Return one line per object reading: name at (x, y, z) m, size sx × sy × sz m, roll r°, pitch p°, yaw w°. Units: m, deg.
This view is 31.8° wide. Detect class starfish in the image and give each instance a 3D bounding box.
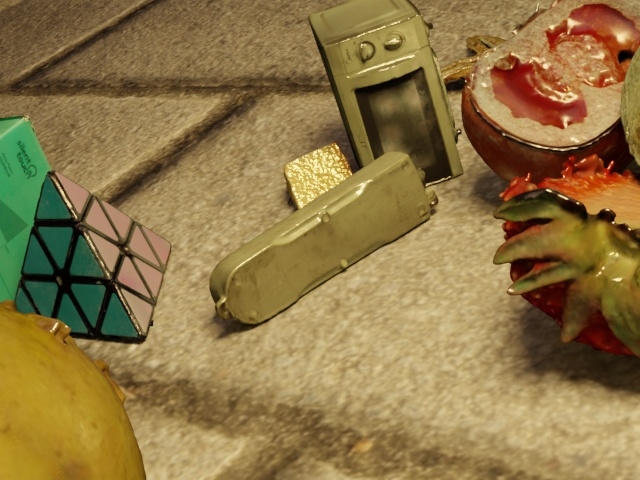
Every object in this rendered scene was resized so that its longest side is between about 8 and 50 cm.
starfish at (0.220, -0.238, 1.525) m, size 0.138 × 0.050 × 0.247 m, roll -3°, pitch 28°, yaw 32°

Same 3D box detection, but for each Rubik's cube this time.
Rubik's cube at (-0.256, -0.012, 1.272) m, size 0.211 × 0.178 × 0.190 m, roll 0°, pitch 29°, yaw 31°

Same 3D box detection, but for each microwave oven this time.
microwave oven at (0.082, -0.176, 1.323) m, size 0.129 × 0.205 × 0.163 m, roll -18°, pitch 28°, yaw 2°

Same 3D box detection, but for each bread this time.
bread at (-0.002, -0.063, 1.374) m, size 0.084 × 0.080 × 0.109 m, roll -21°, pitch -8°, yaw -3°

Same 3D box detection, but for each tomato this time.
tomato at (0.256, -0.132, 1.179) m, size 0.214 × 0.155 × 0.181 m, roll -33°, pitch 54°, yaw -14°

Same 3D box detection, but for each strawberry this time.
strawberry at (0.278, 0.020, 0.950) m, size 0.233 × 0.137 × 0.306 m, roll 19°, pitch 16°, yaw 25°

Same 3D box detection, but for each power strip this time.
power strip at (0.001, 0.001, 1.187) m, size 0.286 × 0.080 × 0.048 m, roll -34°, pitch 24°, yaw -23°

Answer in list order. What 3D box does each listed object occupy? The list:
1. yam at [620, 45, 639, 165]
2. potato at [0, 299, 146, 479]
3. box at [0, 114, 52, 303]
yam at (0.391, -0.135, 1.045) m, size 0.254 × 0.154 × 0.154 m, roll -4°, pitch 18°, yaw -30°
potato at (-0.366, 0.165, 0.864) m, size 0.442 × 0.319 × 0.385 m, roll -12°, pitch 28°, yaw 9°
box at (-0.433, 0.015, 1.302) m, size 0.118 × 0.205 × 0.311 m, roll 2°, pitch 35°, yaw 31°
